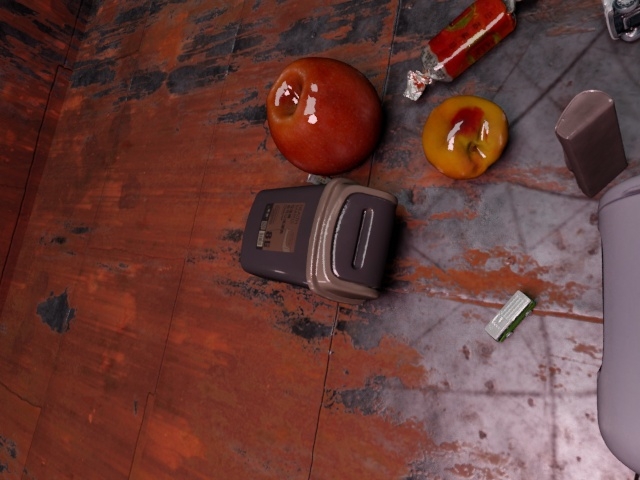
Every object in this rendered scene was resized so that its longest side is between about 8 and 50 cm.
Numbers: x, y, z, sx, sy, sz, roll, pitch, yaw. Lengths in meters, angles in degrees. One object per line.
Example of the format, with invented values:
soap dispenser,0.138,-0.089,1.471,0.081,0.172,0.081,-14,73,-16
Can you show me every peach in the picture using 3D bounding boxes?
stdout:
peach,0.233,-0.173,0.829,0.138,0.138,0.138,-12,69,34

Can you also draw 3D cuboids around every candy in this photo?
candy,0.263,-0.362,0.905,0.292,0.059,0.086,-37,60,23

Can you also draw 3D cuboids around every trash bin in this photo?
trash bin,0.000,0.000,0.922,0.290,0.182,0.210,5,80,44

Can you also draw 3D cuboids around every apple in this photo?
apple,0.008,-0.238,0.974,0.218,0.201,0.218,-11,73,42

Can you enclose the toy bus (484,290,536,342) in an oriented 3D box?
toy bus,0.283,0.115,0.757,0.083,0.037,0.031,-53,52,13

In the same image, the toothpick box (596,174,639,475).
toothpick box,0.425,0.115,0.516,0.263,0.263,0.355,0,77,37

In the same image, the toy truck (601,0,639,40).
toy truck,0.495,-0.379,0.722,0.177,0.080,0.115,-21,59,30

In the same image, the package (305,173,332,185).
package,0.010,-0.121,1.051,0.110,0.015,0.037,33,102,40

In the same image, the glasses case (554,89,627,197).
glasses case,0.361,-0.123,0.673,0.072,0.190,0.042,-51,51,8
